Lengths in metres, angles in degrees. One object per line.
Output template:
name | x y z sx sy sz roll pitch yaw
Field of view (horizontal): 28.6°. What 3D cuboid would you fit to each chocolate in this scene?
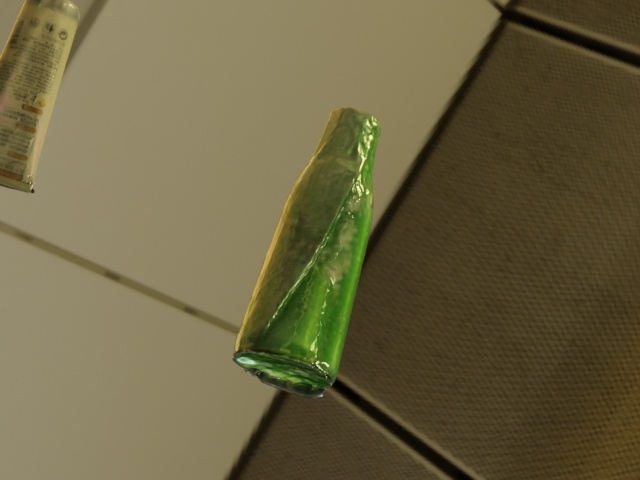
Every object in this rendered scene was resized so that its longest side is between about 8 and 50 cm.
chocolate | 0.000 0.000 1.230 0.110 0.110 0.291 -5 -122 38

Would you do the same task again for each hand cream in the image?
hand cream | -0.206 -0.105 0.881 0.039 0.061 0.143 127 -19 -77
